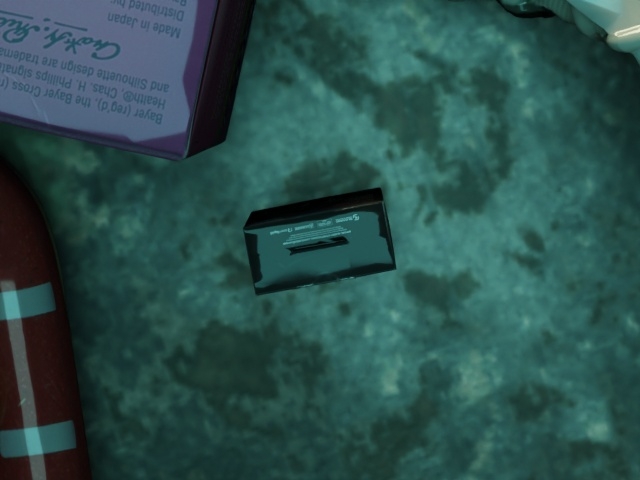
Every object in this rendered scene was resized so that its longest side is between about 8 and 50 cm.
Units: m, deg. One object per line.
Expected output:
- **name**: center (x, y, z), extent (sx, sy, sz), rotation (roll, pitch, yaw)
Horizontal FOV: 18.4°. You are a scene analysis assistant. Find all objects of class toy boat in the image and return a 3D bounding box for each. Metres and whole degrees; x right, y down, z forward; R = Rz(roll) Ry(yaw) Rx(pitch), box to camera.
- **toy boat**: center (-0.184, 0.063, 0.837), extent (0.151, 0.151, 0.231), rotation (-9, 94, 1)

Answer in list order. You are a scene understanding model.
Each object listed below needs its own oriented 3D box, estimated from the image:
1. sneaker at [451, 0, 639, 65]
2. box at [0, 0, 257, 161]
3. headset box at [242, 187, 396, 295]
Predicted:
- **sneaker**: center (0.128, -0.101, 0.836), extent (0.257, 0.169, 0.447), rotation (-15, 86, 11)
- **box**: center (-0.135, -0.113, 0.777), extent (0.213, 0.243, 0.117), rotation (13, 95, -1)
- **headset box**: center (0.000, 0.000, 0.863), extent (0.062, 0.083, 0.032), rotation (-11, 95, 3)
